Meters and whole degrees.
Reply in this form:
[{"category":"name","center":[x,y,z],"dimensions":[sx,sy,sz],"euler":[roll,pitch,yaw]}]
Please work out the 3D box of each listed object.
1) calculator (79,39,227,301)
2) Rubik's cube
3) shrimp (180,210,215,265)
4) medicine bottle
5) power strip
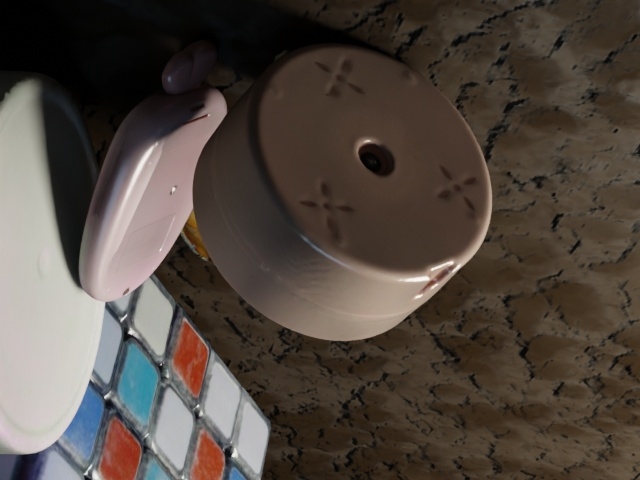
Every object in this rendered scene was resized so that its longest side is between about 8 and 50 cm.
[{"category":"calculator","center":[-0.093,-0.036,1.025],"dimensions":[0.024,0.103,0.166],"euler":[32,118,18]},{"category":"Rubik's cube","center":[-0.232,0.181,1.226],"dimensions":[0.292,0.287,0.293],"euler":[-6,142,25]},{"category":"shrimp","center":[-0.001,0.003,1.124],"dimensions":[0.195,0.035,0.148],"euler":[13,144,8]},{"category":"medicine bottle","center":[-0.305,0.011,1.021],"dimensions":[0.324,0.256,0.256],"euler":[2,145,15]},{"category":"power strip","center":[0.010,-0.029,0.978],"dimensions":[0.154,0.154,0.078],"euler":[22,142,-17]}]
